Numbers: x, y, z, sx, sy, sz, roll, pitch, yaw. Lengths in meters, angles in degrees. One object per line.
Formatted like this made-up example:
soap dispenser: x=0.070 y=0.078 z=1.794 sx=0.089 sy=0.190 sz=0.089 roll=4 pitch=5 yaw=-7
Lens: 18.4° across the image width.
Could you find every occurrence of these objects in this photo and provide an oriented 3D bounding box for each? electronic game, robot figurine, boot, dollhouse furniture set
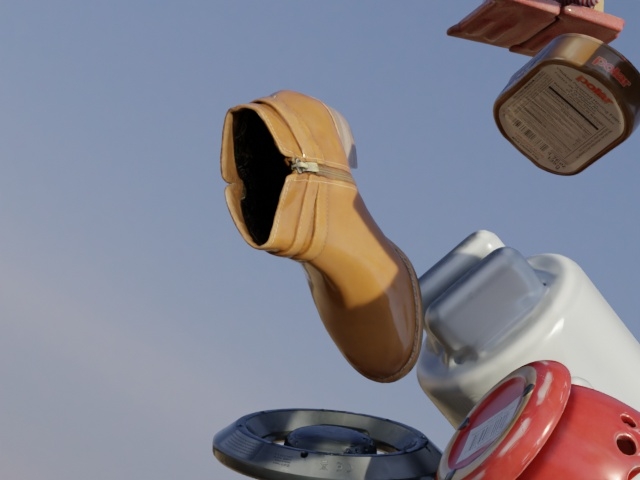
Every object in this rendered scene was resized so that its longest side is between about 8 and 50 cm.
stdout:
electronic game: x=0.009 y=0.206 z=1.913 sx=0.229 sy=0.048 sz=0.229 roll=6 pitch=8 yaw=-1
robot figurine: x=0.236 y=0.155 z=1.998 sx=0.353 sy=0.200 sz=0.300 roll=50 pitch=2 yaw=-19
boot: x=0.000 y=0.000 z=1.781 sx=0.109 sy=0.283 sz=0.220 roll=-12 pitch=-2 yaw=18
dollhouse furniture set: x=0.280 y=-0.340 z=1.935 sx=0.152 sy=0.201 sz=0.374 roll=12 pitch=-22 yaw=-22

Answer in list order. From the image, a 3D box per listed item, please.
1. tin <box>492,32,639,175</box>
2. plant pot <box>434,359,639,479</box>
tin: x=0.218 y=-0.115 z=1.728 sx=0.106 sy=0.040 sz=0.189 roll=38 pitch=-24 yaw=-4
plant pot: x=0.212 y=0.211 z=1.755 sx=0.174 sy=0.191 sz=0.191 roll=40 pitch=-18 yaw=-9
